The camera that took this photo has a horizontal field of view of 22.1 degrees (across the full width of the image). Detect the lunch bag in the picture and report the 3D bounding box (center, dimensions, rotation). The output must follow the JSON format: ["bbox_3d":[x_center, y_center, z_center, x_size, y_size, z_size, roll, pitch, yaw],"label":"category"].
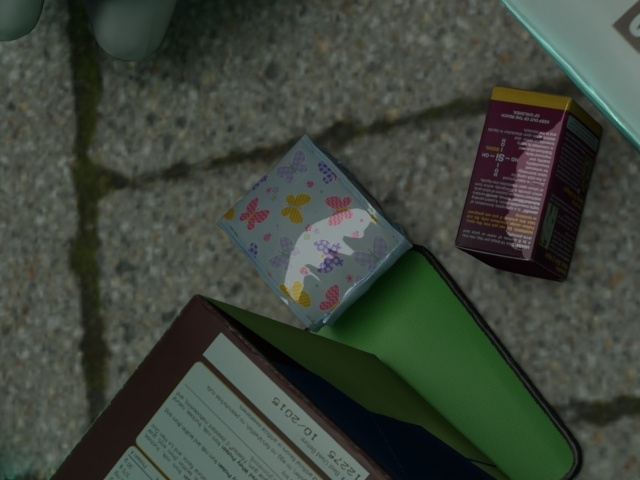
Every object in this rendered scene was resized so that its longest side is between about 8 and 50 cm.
[{"bbox_3d":[0.000,0.000,0.848,0.071,0.053,0.083,-46,55,6],"label":"lunch bag"}]

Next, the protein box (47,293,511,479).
[{"bbox_3d":[-0.028,0.156,0.735,0.136,0.200,0.201,42,97,26],"label":"protein box"}]

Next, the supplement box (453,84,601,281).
[{"bbox_3d":[0.103,-0.027,0.807,0.043,0.055,0.083,11,83,27],"label":"supplement box"}]

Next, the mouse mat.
[{"bbox_3d":[0.021,0.112,0.839,0.190,0.007,0.152,-41,65,12],"label":"mouse mat"}]

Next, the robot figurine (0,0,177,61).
[{"bbox_3d":[-0.094,-0.267,0.823,0.353,0.300,0.199,-66,35,30],"label":"robot figurine"}]

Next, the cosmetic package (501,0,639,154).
[{"bbox_3d":[0.305,-0.181,0.655,0.453,0.230,0.161,-43,66,11],"label":"cosmetic package"}]
